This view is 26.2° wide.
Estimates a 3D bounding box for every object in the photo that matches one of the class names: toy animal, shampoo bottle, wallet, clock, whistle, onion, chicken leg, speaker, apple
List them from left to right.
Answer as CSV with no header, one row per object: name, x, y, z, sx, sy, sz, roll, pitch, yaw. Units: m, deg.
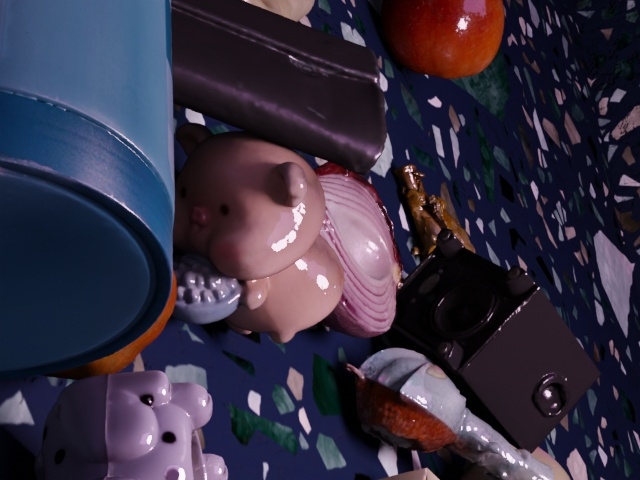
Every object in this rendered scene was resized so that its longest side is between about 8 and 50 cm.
shampoo bottle,-0.283,-0.113,1.100,0.331,0.331,0.342,39,38,-48
clock,-0.161,0.256,1.192,0.189,0.189,0.254,54,11,-32
wallet,-0.118,-0.218,1.563,0.406,0.062,0.228,20,39,-19
toy animal,-0.070,-0.001,1.596,0.221,0.210,0.229,21,88,-49
onion,0.000,0.000,1.830,0.283,0.120,0.227,49,34,-44
chicken leg,0.180,-0.030,2.276,0.101,0.085,0.207,-30,91,-53
apple,0.218,-0.395,2.447,0.218,0.218,0.201,-41,135,-63
whistle,0.171,0.257,1.903,0.346,0.142,0.133,34,56,-15
speaker,0.238,0.150,2.028,0.232,0.184,0.254,31,-15,52

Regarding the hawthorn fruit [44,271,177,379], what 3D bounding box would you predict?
hawthorn fruit,-0.220,0.044,1.305,0.189,0.189,0.189,44,36,-44

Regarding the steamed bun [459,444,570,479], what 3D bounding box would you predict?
steamed bun,0.271,0.386,2.069,0.152,0.170,0.239,48,22,6

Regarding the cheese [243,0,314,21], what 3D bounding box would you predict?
cheese,-0.107,-0.322,1.829,0.328,0.130,0.351,18,55,-57

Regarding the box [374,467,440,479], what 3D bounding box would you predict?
box,0.140,0.439,1.838,0.168,0.095,0.212,49,33,-43
